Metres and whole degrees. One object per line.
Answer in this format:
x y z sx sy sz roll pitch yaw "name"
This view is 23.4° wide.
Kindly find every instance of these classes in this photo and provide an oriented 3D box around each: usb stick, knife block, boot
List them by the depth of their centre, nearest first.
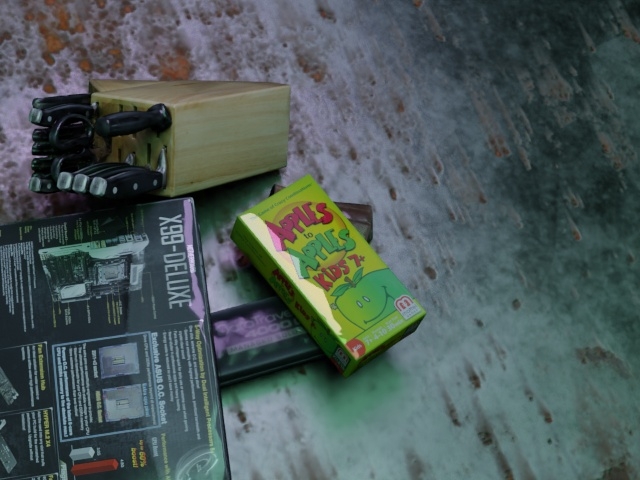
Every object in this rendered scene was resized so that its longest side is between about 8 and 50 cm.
-0.137 -0.091 1.435 0.275 0.242 0.088 0 104 -16 "knife block"
-0.060 0.094 1.478 0.278 0.045 0.077 -15 63 -21 "usb stick"
0.000 0.000 1.548 0.114 0.037 0.106 15 64 -13 "boot"

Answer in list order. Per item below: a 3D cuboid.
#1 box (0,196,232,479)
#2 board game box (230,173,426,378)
-0.211 0.126 1.365 0.242 0.076 0.307 -9 67 -2 "box"
0.006 0.032 1.477 0.092 0.043 0.181 -32 73 -27 "board game box"
